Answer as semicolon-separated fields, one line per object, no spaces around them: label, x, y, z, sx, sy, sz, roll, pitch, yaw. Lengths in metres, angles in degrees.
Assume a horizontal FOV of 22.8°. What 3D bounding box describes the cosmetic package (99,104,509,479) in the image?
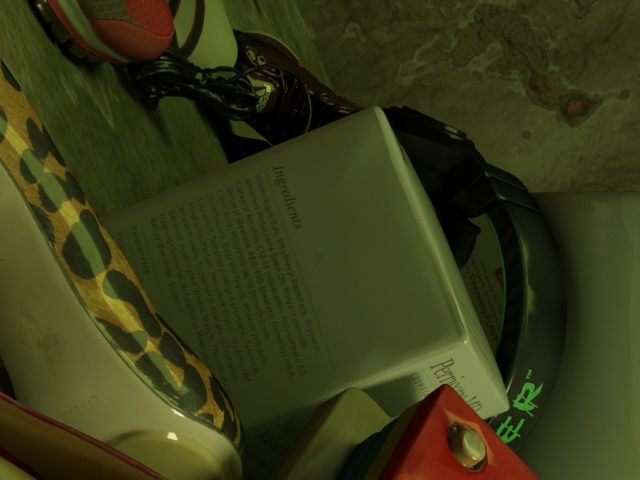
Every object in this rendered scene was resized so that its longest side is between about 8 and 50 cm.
cosmetic package;-0.010;0.045;0.908;0.151;0.183;0.151;52;18;-65

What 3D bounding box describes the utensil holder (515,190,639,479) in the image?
utensil holder;0.287;0.156;1.104;0.327;0.327;0.385;-8;97;-83

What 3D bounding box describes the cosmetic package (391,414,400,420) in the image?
cosmetic package;0.076;0.289;0.915;0.377;0.097;0.284;82;-12;-66

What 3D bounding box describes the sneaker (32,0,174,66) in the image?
sneaker;-0.136;-0.225;0.964;0.314;0.136;0.116;60;12;-50

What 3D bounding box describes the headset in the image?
headset;0.000;0.000;1.081;0.185;0.243;0.394;20;28;-43

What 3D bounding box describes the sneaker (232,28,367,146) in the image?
sneaker;-0.021;-0.103;1.458;0.281;0.106;0.162;37;10;19

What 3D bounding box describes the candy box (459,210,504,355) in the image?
candy box;0.091;0.081;1.373;0.071;0.233;0.159;37;32;-76

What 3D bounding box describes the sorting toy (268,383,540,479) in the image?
sorting toy;0.065;0.208;0.628;0.255;0.089;0.257;47;38;-7

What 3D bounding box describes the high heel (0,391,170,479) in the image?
high heel;-0.102;0.047;0.470;0.082;0.117;0.244;-98;165;-62

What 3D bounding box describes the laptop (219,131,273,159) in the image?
laptop;-0.023;0.031;1.570;0.264;0.136;0.234;43;5;3

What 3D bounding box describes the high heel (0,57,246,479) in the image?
high heel;-0.104;0.006;0.656;0.261;0.093;0.186;42;32;-55

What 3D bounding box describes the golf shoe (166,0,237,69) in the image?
golf shoe;-0.108;-0.238;1.303;0.273;0.120;0.105;63;7;-45
